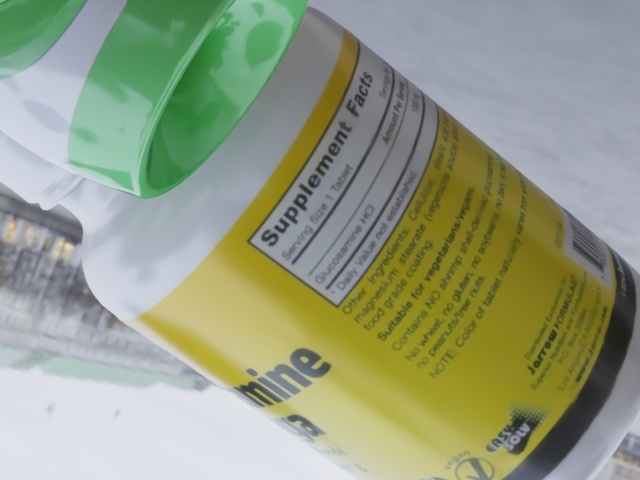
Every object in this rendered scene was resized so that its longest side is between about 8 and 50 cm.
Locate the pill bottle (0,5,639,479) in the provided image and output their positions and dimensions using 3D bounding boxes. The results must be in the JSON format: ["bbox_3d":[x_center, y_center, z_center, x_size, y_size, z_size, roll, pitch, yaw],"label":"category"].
[{"bbox_3d":[0.000,0.000,0.606,0.334,0.188,0.188,37,171,-17],"label":"pill bottle"}]

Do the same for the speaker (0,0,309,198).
[{"bbox_3d":[-0.150,-0.142,0.411,0.296,0.131,0.131,35,178,7],"label":"speaker"}]
